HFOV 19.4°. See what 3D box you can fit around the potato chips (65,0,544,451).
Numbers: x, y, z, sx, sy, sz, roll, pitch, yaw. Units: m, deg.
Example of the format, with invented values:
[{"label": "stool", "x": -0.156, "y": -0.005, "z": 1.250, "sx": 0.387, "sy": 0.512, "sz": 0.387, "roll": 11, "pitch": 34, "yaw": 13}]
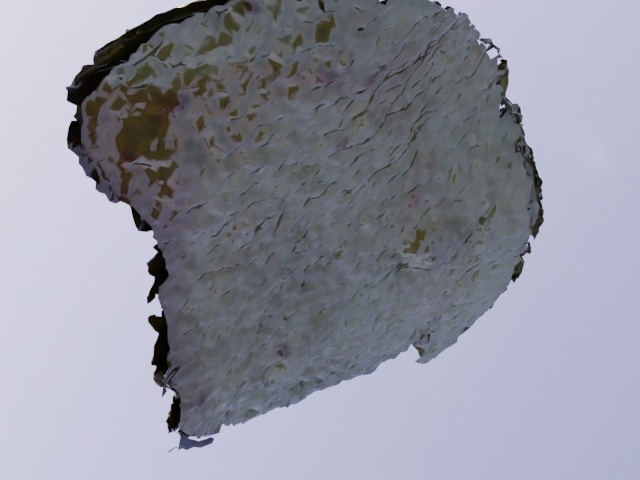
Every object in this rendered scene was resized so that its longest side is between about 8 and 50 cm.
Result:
[{"label": "potato chips", "x": 0.000, "y": 0.000, "z": 0.482, "sx": 0.142, "sy": 0.209, "sz": 0.026, "roll": -50, "pitch": -121, "yaw": 14}]
